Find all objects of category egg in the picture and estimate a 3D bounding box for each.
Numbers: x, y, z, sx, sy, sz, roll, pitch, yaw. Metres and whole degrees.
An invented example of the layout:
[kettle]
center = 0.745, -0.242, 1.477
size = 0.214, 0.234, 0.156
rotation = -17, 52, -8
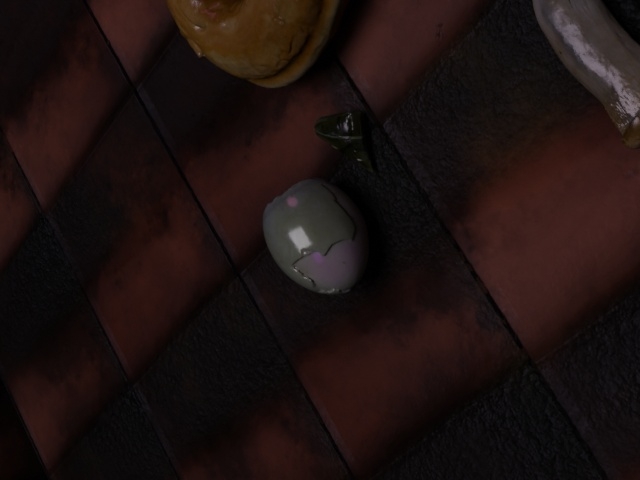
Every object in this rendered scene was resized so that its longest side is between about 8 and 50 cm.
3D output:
[egg]
center = 0.000, 0.000, 1.946
size = 0.183, 0.183, 0.217
rotation = -40, 78, 40

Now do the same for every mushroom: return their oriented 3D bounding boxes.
[mushroom]
center = 0.407, -0.299, 1.577
size = 0.122, 0.095, 0.351
rotation = -31, 76, 21

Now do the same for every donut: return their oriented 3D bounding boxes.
[donut]
center = -0.122, -0.499, 1.953
size = 0.449, 0.198, 0.449
rotation = 14, 110, 42

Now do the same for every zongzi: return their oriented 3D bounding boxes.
[zongzi]
center = 0.042, -0.175, 1.963
size = 0.109, 0.055, 0.119
rotation = -4, 106, 45
